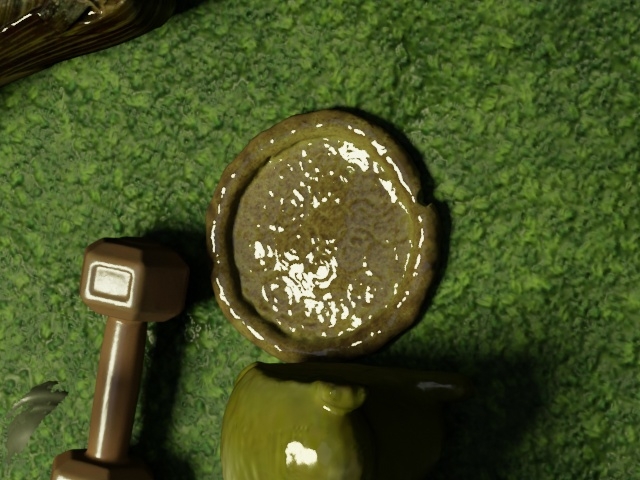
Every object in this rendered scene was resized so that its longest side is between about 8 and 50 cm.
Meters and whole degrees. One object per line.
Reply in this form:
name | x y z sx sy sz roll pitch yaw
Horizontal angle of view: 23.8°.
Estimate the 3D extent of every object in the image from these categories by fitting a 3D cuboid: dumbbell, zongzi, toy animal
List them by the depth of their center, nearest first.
toy animal | 0.033 0.256 1.082 0.180 0.181 0.363 -13 87 28
zongzi | -0.275 -0.122 1.163 0.289 0.154 0.318 12 86 18
dumbbell | -0.158 0.112 1.185 0.092 0.082 0.231 12 96 17

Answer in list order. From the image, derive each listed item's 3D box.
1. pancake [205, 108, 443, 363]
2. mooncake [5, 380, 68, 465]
pancake | 0.001 0.000 1.159 0.199 0.021 0.199 1 93 18
mooncake | -0.270 0.009 1.206 0.150 0.057 0.347 -52 57 18
